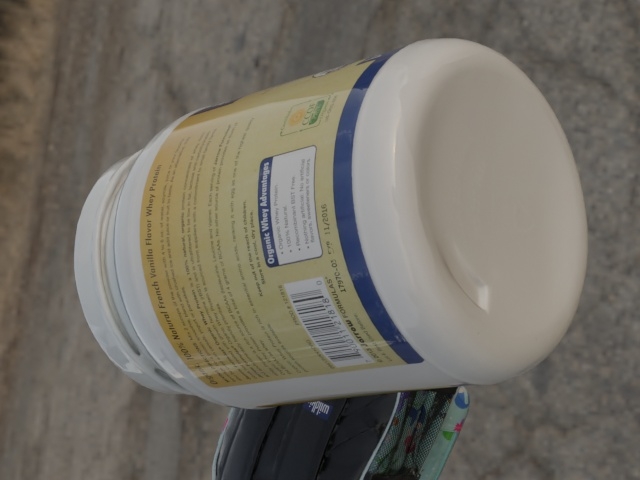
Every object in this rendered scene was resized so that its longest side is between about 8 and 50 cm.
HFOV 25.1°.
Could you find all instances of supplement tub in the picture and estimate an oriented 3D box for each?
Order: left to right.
[{"bbox_3d":[0.000,0.000,1.010,0.316,0.228,0.228,-11,70,40],"label":"supplement tub"}]

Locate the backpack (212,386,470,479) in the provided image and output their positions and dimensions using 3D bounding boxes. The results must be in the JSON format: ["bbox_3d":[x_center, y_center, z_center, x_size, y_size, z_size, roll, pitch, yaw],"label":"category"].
[{"bbox_3d":[0.013,0.200,1.461,0.225,0.191,0.253,26,92,44],"label":"backpack"}]
